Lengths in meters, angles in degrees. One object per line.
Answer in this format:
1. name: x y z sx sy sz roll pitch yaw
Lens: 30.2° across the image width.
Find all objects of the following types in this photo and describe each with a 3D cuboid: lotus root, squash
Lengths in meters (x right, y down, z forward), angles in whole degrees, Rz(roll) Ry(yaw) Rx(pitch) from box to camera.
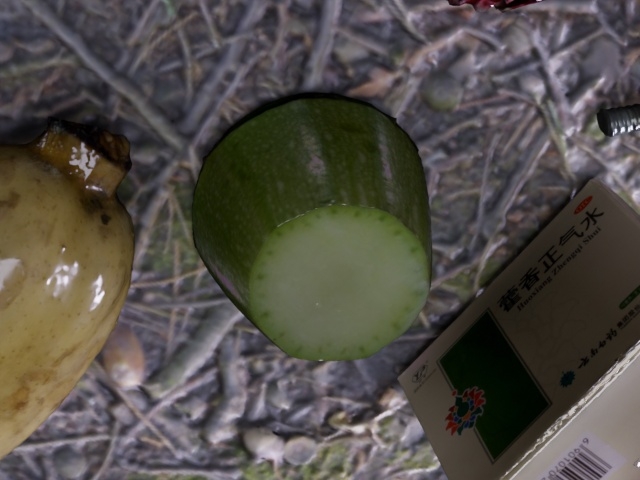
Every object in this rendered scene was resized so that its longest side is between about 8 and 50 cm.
1. lotus root: -0.214 0.042 0.749 0.146 0.160 0.284 40 100 17
2. squash: 0.000 0.000 0.786 0.170 0.123 0.170 -4 120 -7

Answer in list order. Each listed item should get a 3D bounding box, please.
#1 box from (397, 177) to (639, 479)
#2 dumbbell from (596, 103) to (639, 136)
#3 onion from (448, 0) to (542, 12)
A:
1. box: 0.174 0.086 0.820 0.095 0.168 0.212 37 103 -26
2. dumbbell: 0.314 -0.101 0.809 0.254 0.081 0.081 -10 115 -4
3. onion: 0.165 -0.254 0.685 0.283 0.120 0.227 -41 143 23
